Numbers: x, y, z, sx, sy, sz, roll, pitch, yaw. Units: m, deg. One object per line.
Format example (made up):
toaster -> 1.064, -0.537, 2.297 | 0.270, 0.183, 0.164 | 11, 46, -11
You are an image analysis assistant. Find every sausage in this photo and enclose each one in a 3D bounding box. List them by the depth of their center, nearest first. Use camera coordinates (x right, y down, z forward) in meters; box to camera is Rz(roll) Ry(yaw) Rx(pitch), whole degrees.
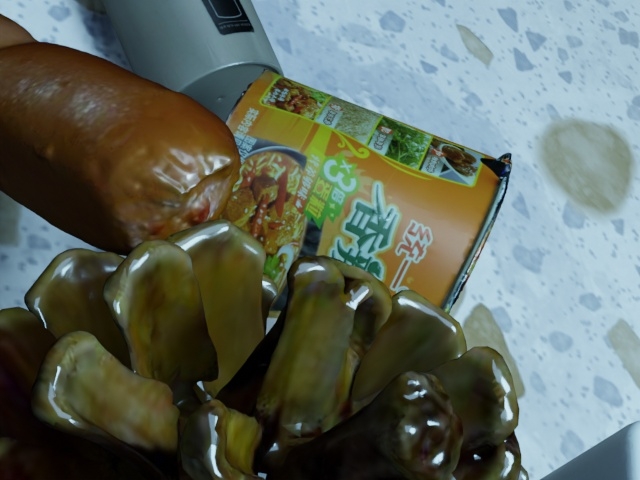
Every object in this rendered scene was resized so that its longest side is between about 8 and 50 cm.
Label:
sausage -> -0.176, -0.075, 0.773 | 0.097, 0.094, 0.348 | -25, 36, -34

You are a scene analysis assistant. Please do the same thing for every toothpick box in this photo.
toothpick box -> -0.111, -0.182, 0.970 | 0.111, 0.111, 0.180 | -9, 66, -38

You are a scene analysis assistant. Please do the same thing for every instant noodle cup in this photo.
instant noodle cup -> 0.000, 0.000, 0.851 | 0.182, 0.230, 0.230 | 29, 46, 0

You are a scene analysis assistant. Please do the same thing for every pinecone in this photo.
pinecone -> -0.057, 0.150, 0.592 | 0.384, 0.384, 0.384 | 18, 50, -23

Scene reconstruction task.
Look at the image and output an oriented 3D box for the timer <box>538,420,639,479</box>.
timer -> 0.223, 0.263, 0.815 | 0.192, 0.195, 0.194 | 24, 47, -18
